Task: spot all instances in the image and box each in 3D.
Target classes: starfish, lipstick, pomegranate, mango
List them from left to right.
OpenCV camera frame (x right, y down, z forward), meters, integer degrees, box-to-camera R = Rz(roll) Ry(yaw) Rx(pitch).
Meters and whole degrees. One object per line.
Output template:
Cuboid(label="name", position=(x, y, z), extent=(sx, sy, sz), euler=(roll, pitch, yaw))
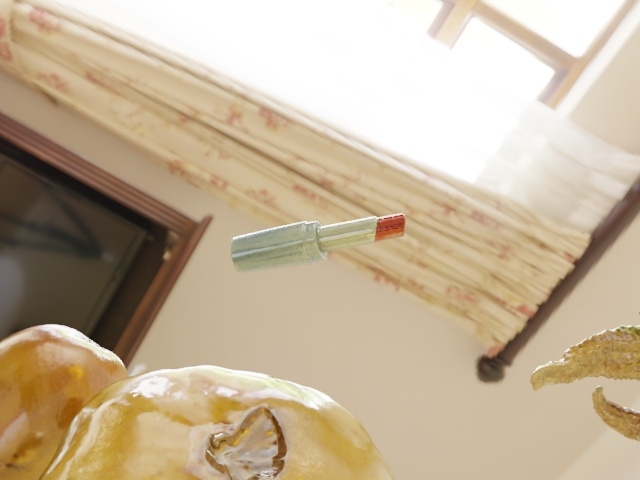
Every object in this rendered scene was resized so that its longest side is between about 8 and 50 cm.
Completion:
Cuboid(label="mango", position=(-0.392, 0.237, 1.220), extent=(0.317, 0.211, 0.173), euler=(-36, 152, 4))
Cuboid(label="pomegranate", position=(-0.087, 0.269, 0.771), extent=(0.332, 0.333, 0.332), euler=(-59, -172, 13))
Cuboid(label="lipstick", position=(0.000, 0.000, 1.451), extent=(0.068, 0.274, 0.061), euler=(63, 22, -47))
Cuboid(label="starfish", position=(0.248, 0.075, 0.653), extent=(0.053, 0.210, 0.150), euler=(-77, 153, -70))
